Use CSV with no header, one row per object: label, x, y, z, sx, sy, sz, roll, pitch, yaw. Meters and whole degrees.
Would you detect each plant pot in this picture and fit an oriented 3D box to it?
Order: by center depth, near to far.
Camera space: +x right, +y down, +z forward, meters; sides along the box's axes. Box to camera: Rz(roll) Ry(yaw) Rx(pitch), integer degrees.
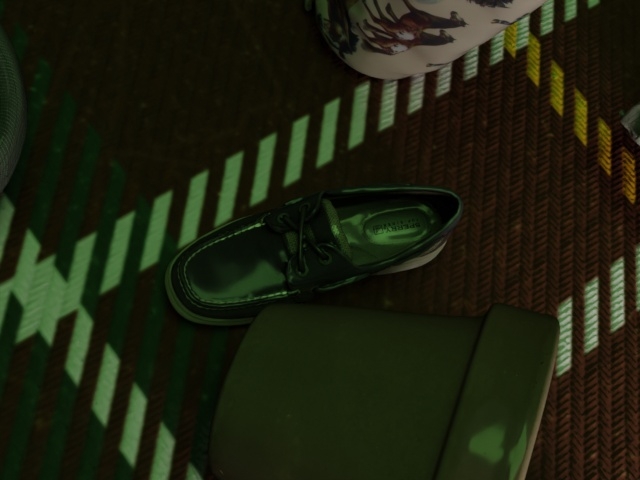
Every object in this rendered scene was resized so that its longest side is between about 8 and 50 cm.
plant pot,0.044,0.151,0.817,0.229,0.263,0.263,18,62,11

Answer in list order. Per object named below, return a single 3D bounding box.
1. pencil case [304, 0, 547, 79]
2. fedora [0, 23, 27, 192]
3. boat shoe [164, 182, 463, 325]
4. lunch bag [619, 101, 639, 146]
pencil case,0.136,-0.279,0.935,0.183,0.410,0.160,26,68,-20
fedora,-0.379,-0.113,0.843,0.275,0.124,0.243,31,64,-12
boat shoe,0.000,0.000,0.932,0.285,0.092,0.103,-12,72,-22
lunch bag,0.463,-0.099,1.080,0.287,0.169,0.235,-33,80,-31
